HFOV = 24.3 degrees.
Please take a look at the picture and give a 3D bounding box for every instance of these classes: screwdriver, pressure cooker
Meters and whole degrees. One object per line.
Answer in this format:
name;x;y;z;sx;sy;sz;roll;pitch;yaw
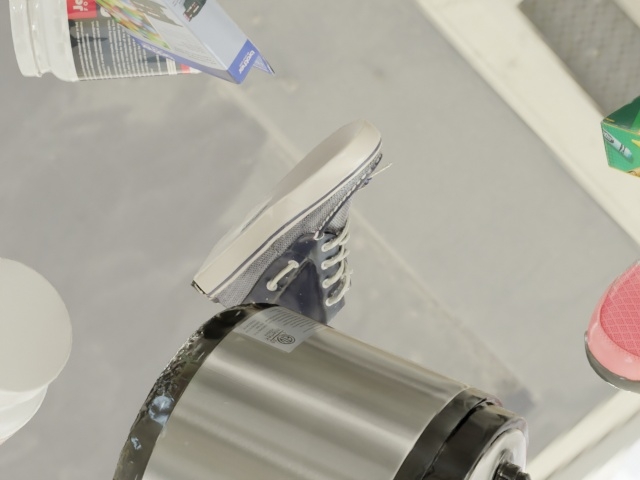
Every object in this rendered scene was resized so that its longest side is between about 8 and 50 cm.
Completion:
screwdriver;0.083;-0.101;2.367;0.025;0.024;0.170;57;158;-7
pressure cooker;0.032;0.293;1.551;0.420;0.370;0.375;21;151;21

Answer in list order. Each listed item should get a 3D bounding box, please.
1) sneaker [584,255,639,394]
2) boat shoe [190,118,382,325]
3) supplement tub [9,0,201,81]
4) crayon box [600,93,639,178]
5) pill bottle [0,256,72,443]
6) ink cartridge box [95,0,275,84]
sneaker;0.322;-0.007;1.174;0.116;0.314;0.136;39;155;33
boat shoe;0.000;0.000;1.785;0.158;0.340;0.127;41;-138;-10
supplement tub;-0.297;-0.327;2.139;0.191;0.272;0.191;176;90;-87
crayon box;0.533;-0.130;1.979;0.278;0.165;0.081;27;142;48
pill bottle;-0.460;0.172;1.833;0.210;0.210;0.363;46;136;-7
ink cartridge box;-0.199;-0.290;1.854;0.186;0.065;0.311;24;171;33
